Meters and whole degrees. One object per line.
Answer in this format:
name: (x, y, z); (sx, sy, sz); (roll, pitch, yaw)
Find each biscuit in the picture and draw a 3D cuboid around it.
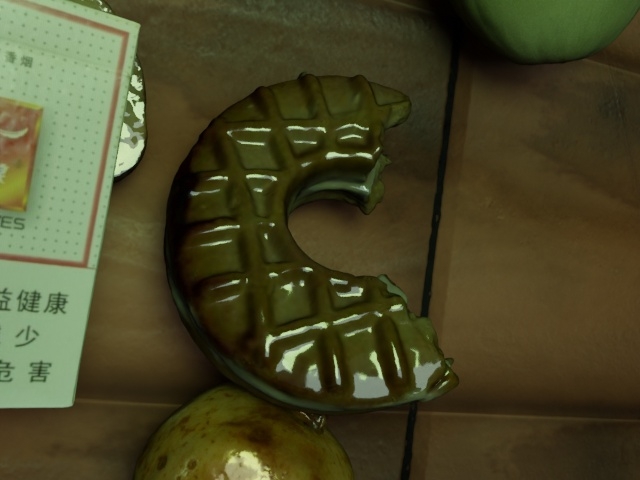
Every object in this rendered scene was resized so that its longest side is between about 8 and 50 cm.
biscuit: (-0.019, -0.007, 0.658); (0.269, 0.115, 0.366); (-4, 63, -12)

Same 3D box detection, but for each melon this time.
melon: (0.247, -0.353, 0.742); (0.272, 0.272, 0.308); (-44, 110, -15)

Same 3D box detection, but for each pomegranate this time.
pomegranate: (-0.065, 0.240, 0.648); (0.216, 0.215, 0.215); (0, 90, -21)

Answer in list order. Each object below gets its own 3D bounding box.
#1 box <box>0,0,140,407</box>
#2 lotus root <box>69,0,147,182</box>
box: (-0.281, -0.038, 0.526); (0.210, 0.095, 0.330); (9, 95, -34)
lotus root: (-0.268, -0.168, 0.644); (0.170, 0.074, 0.260); (-40, 102, -16)
